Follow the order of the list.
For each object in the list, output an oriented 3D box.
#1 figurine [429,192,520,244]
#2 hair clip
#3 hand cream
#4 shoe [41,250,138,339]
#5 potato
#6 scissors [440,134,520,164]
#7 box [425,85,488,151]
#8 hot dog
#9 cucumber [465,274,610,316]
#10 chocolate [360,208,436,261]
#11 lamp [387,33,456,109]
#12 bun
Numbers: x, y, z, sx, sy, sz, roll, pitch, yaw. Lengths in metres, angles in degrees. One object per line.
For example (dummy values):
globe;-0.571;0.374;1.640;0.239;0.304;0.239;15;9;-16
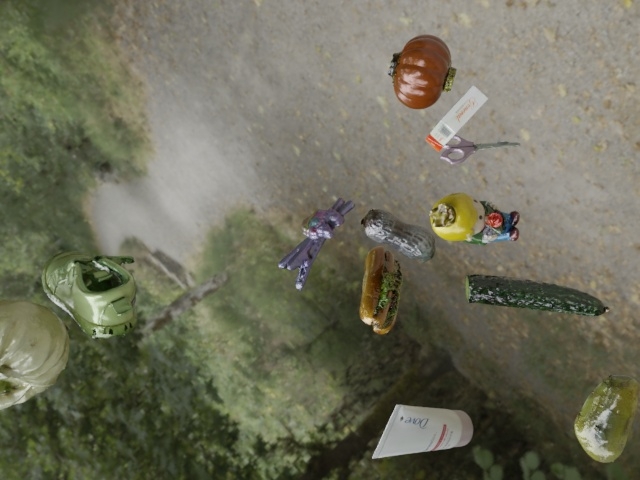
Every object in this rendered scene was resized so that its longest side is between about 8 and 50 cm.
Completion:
figurine;0.357;-0.047;1.646;0.185;0.127;0.234;10;169;25
hair clip;-0.012;-0.004;1.904;0.090;0.278;0.137;34;173;-31
hand cream;0.227;0.410;1.557;0.248;0.133;0.083;7;-162;-39
shoe;-0.433;0.085;1.387;0.140;0.128;0.262;0;-148;-45
potato;0.581;0.356;1.441;0.105;0.188;0.085;25;-166;17
scissors;0.416;-0.245;1.863;0.021;0.212;0.110;80;-173;-50
box;0.275;-0.246;1.459;0.048;0.100;0.152;45;173;4
hot dog;0.192;0.150;2.158;0.100;0.337;0.135;-27;120;29
cucumber;0.443;0.113;1.459;0.294;0.067;0.067;7;160;1
chocolate;0.239;-0.018;2.131;0.248;0.110;0.110;25;172;-16
lamp;0.302;-0.502;2.134;0.197;0.223;0.223;16;160;6
bun;-0.597;0.218;1.324;0.160;0.259;0.259;-98;-18;-51
